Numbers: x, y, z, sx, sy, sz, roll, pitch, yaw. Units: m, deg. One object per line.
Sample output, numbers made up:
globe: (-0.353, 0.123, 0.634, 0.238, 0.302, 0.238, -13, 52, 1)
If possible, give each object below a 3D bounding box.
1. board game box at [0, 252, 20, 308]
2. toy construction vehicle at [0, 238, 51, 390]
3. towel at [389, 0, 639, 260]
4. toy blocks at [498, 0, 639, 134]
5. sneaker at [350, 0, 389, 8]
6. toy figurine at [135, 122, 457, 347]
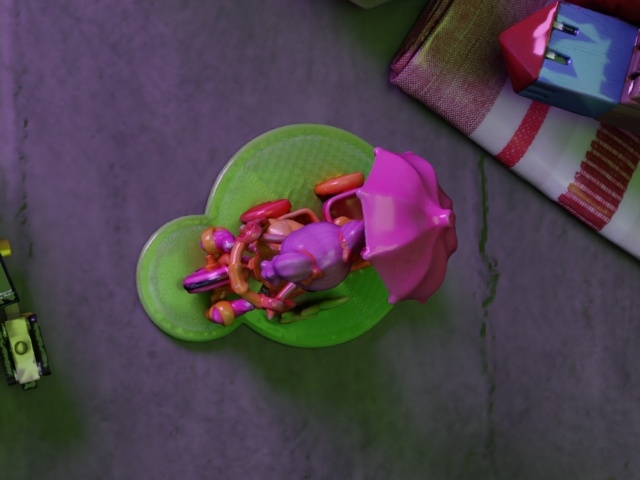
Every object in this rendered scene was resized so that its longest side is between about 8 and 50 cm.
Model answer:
board game box: (-0.297, 0.017, 0.879, 0.260, 0.030, 0.136, -21, 97, -11)
toy construction vehicle: (-0.191, 0.055, 0.934, 0.086, 0.035, 0.098, -16, 90, -9)
towel: (0.229, -0.104, 1.087, 0.329, 0.037, 0.237, 34, 77, -15)
toy blocks: (0.216, -0.206, 0.993, 0.261, 0.191, 0.381, 17, 82, -7)
sneaker: (0.054, -0.234, 0.997, 0.226, 0.086, 0.163, -42, 90, -7)
toy figurine: (0.000, 0.000, 0.934, 0.173, 0.159, 0.130, -19, 93, -19)
